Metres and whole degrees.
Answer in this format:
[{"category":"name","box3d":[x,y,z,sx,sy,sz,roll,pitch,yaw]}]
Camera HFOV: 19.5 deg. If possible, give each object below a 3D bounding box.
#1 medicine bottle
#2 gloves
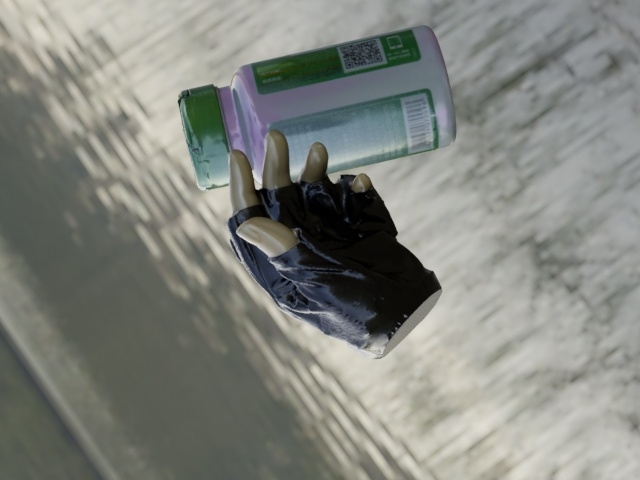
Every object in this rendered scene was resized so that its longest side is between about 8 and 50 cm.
[{"category":"medicine bottle","box3d":[-0.005,-0.131,1.925,0.133,0.274,0.133,167,90,-87]},{"category":"gloves","box3d":[0.000,0.000,1.544,0.203,0.124,0.164,42,-153,8]}]
